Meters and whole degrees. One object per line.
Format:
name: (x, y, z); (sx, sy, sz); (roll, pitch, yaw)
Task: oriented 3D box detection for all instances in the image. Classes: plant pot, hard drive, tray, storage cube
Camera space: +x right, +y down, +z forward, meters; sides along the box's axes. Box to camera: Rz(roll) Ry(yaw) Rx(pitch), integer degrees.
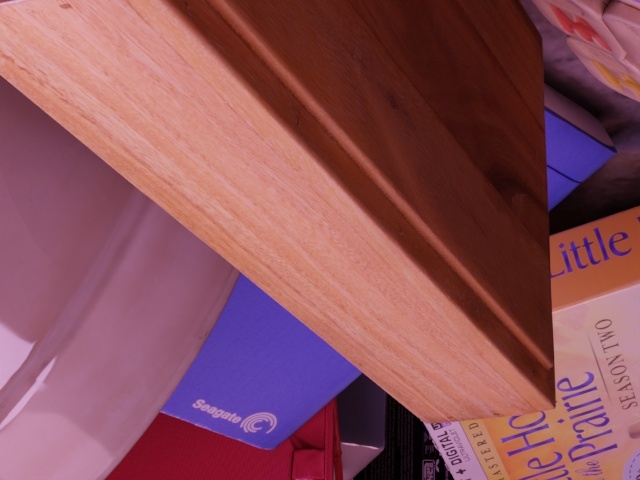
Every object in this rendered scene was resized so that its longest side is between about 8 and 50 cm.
plant pot: (-0.230, -0.029, 0.907); (0.280, 0.323, 0.323); (34, 142, -22)
hard drive: (0.000, 0.000, 1.053); (0.210, 0.040, 0.319); (26, 121, -40)
tray: (0.005, -0.084, 0.677); (0.076, 0.202, 0.411); (-8, 155, 21)
storage cube: (-0.080, 0.224, 1.226); (0.193, 0.215, 0.183); (-1, 132, 4)

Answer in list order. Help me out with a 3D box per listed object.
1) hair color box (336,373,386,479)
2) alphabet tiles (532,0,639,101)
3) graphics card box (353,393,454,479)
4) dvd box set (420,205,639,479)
hair color box: (-0.088, 0.176, 1.483); (0.185, 0.113, 0.374); (10, 152, -14)
alphabet tiles: (0.232, -0.065, 0.870); (0.284, 0.021, 0.278); (31, 177, 35)
graphics card box: (0.210, 0.242, 1.461); (0.371, 0.232, 0.094); (2, 154, -1)
dvd box set: (0.275, 0.067, 1.134); (0.420, 0.062, 0.307); (-18, 143, 7)
